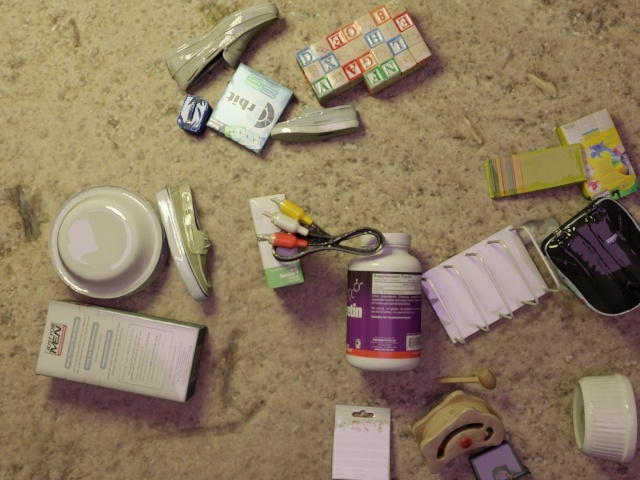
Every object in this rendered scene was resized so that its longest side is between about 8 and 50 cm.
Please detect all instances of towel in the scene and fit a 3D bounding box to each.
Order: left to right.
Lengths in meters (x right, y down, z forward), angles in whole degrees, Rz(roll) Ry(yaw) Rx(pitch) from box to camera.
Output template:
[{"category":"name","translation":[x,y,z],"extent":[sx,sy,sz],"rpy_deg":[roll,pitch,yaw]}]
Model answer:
[{"category":"towel","translation":[0.537,-0.174,1.731],"extent":[0.237,0.021,0.102],"rpy_deg":[-10,91,13]}]

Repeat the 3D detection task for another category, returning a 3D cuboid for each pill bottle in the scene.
[{"category":"pill bottle","translation":[0.153,0.146,1.671],"extent":[0.181,0.181,0.323],"rpy_deg":[1,87,1]}]

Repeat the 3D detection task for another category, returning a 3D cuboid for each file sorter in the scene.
[{"category":"file sorter","translation":[0.408,0.107,1.673],"extent":[0.277,0.173,0.193],"rpy_deg":[-29,88,-1]}]

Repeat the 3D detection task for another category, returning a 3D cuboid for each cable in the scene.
[{"category":"cable","translation":[0.000,0.000,1.575],"extent":[0.287,0.072,0.140],"rpy_deg":[15,83,5]}]

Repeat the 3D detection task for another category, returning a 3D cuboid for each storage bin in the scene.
[{"category":"storage bin","translation":[0.432,0.555,1.696],"extent":[0.135,0.098,0.091],"rpy_deg":[-27,77,0]}]

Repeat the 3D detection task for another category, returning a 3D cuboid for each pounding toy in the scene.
[{"category":"pounding toy","translation":[0.346,0.438,1.711],"extent":[0.269,0.155,0.154],"rpy_deg":[-42,116,8]}]

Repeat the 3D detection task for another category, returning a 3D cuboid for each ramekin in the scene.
[{"category":"ramekin","translation":[0.669,0.418,1.641],"extent":[0.108,0.207,0.207],"rpy_deg":[1,87,10]}]

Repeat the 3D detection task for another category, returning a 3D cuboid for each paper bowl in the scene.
[{"category":"paper bowl","translation":[-0.528,0.002,1.711],"extent":[0.284,0.148,0.285],"rpy_deg":[0,86,2]}]

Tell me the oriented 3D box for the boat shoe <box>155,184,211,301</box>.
[{"category":"boat shoe","translation":[-0.325,0.001,1.727],"extent":[0.094,0.109,0.303],"rpy_deg":[-20,84,-2]}]

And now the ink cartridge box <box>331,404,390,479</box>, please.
[{"category":"ink cartridge box","translation":[0.102,0.510,1.736],"extent":[0.145,0.045,0.180],"rpy_deg":[3,69,2]}]

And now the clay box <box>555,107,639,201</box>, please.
[{"category":"clay box","translation":[0.697,-0.205,1.739],"extent":[0.127,0.053,0.222],"rpy_deg":[-22,89,2]}]

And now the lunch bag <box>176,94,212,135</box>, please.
[{"category":"lunch bag","translation":[-0.319,-0.322,1.761],"extent":[0.067,0.065,0.099],"rpy_deg":[19,88,2]}]

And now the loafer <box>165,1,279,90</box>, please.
[{"category":"loafer","translation":[-0.238,-0.491,1.751],"extent":[0.319,0.112,0.112],"rpy_deg":[-29,92,8]}]

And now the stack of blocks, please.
[{"category":"stack of blocks","translation":[0.106,-0.457,1.746],"extent":[0.297,0.087,0.171],"rpy_deg":[-28,87,0]}]

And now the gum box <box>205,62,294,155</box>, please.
[{"category":"gum box","translation":[-0.180,-0.334,1.770],"extent":[0.156,0.041,0.185],"rpy_deg":[29,87,2]}]

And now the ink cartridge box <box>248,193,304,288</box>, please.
[{"category":"ink cartridge box","translation":[-0.104,0.004,1.694],"extent":[0.092,0.160,0.220],"rpy_deg":[-12,88,-2]}]

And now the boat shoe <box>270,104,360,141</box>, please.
[{"category":"boat shoe","translation":[-0.016,-0.302,1.754],"extent":[0.227,0.079,0.081],"rpy_deg":[-8,79,-4]}]

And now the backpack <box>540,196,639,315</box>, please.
[{"category":"backpack","translation":[0.679,0.048,1.656],"extent":[0.225,0.191,0.254],"rpy_deg":[-41,79,10]}]

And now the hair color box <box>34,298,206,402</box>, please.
[{"category":"hair color box","translation":[-0.489,0.270,1.714],"extent":[0.374,0.113,0.186],"rpy_deg":[11,87,1]}]
